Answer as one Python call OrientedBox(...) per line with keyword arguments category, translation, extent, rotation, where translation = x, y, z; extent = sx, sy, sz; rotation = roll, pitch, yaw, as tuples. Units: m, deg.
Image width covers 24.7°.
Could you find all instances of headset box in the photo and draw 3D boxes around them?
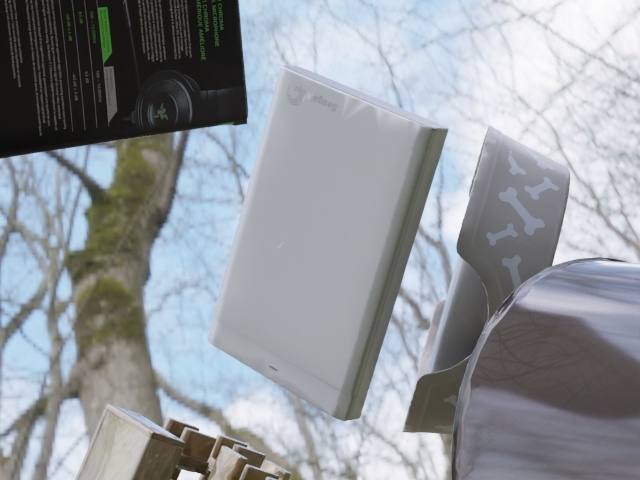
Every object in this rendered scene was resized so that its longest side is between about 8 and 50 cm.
OrientedBox(category="headset box", translation=(-0.219, -0.129, 0.963), extent=(0.283, 0.246, 0.131), rotation=(-14, -77, -42))

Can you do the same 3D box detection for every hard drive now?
OrientedBox(category="hard drive", translation=(0.000, 0.000, 1.479), extent=(0.040, 0.203, 0.307), rotation=(-3, -66, -50))

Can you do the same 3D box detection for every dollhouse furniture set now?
OrientedBox(category="dollhouse furniture set", translation=(-0.136, 0.290, 1.526), extent=(0.242, 0.212, 0.161), rotation=(25, -94, -37))

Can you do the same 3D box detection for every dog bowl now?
OrientedBox(category="dog bowl", translation=(0.183, 0.055, 1.596), extent=(0.102, 0.349, 0.349), rotation=(16, -55, 5))

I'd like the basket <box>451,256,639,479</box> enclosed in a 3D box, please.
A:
OrientedBox(category="basket", translation=(0.160, 0.090, 0.516), extent=(0.154, 0.204, 0.227), rotation=(-8, -7, -18))
